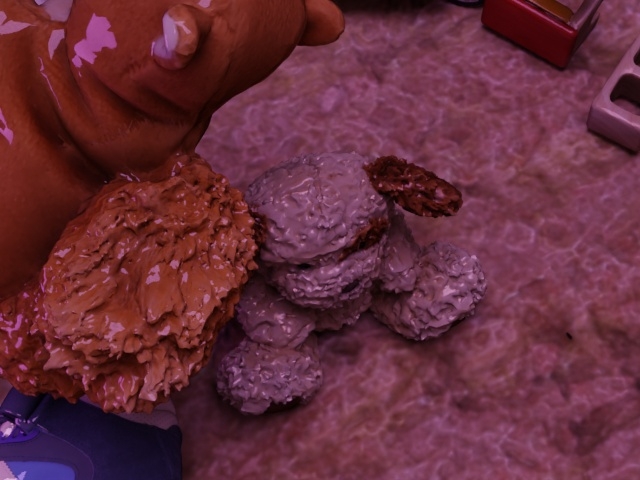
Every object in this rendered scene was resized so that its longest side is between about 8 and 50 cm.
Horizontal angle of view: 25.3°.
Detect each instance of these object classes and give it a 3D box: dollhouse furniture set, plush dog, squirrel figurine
[{"bbox_3d":[0.316,-0.163,1.326,0.374,0.201,0.152,31,68,12],"label":"dollhouse furniture set"},{"bbox_3d":[0.000,0.000,1.233,0.262,0.225,0.211,-24,67,-11],"label":"plush dog"},{"bbox_3d":[-0.148,-0.071,1.069,0.370,0.281,0.397,-23,81,34],"label":"squirrel figurine"}]

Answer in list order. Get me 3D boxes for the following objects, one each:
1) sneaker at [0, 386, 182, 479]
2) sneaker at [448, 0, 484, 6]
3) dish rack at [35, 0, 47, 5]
[{"bbox_3d":[-0.275,0.197,1.209,0.322,0.130,0.236,-5,51,6],"label":"sneaker"},{"bbox_3d":[0.125,-0.276,1.466,0.109,0.040,0.044,25,65,10],"label":"sneaker"},{"bbox_3d":[-0.271,-0.263,1.404,0.333,0.072,0.285,-18,65,-26],"label":"dish rack"}]
